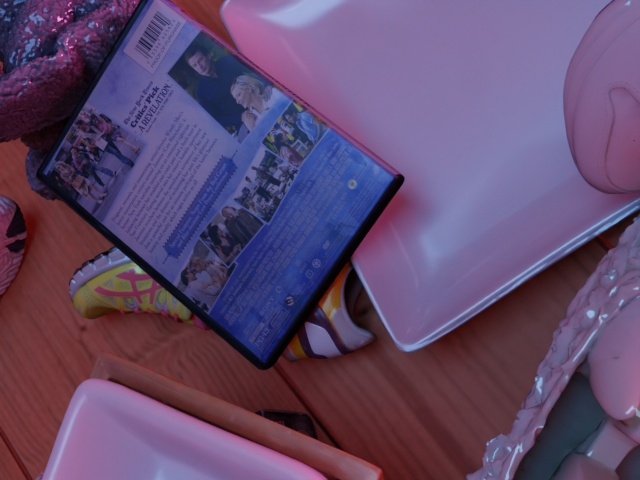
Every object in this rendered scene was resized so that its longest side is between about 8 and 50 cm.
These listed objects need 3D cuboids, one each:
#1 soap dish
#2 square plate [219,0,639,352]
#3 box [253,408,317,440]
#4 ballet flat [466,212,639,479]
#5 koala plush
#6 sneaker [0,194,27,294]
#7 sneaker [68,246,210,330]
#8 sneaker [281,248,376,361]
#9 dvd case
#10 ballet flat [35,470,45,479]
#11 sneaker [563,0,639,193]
[{"bbox_3d":[-0.093,0.247,0.695,0.229,0.118,0.290,17,87,29],"label":"soap dish"},{"bbox_3d":[0.130,-0.144,0.788,0.344,0.049,0.347,-34,66,14],"label":"square plate"},{"bbox_3d":[-0.058,0.237,0.792,0.147,0.077,0.180,-29,67,20],"label":"box"},{"bbox_3d":[0.180,0.144,0.651,0.147,0.147,0.408,35,99,29],"label":"ballet flat"},{"bbox_3d":[-0.237,-0.189,0.934,0.203,0.196,0.221,-33,64,5],"label":"koala plush"},{"bbox_3d":[-0.389,0.032,1.004,0.153,0.094,0.235,35,106,21],"label":"sneaker"},{"bbox_3d":[-0.126,0.037,0.877,0.209,0.081,0.094,-24,89,33],"label":"sneaker"},{"bbox_3d":[0.000,0.000,0.829,0.084,0.069,0.185,-10,80,17],"label":"sneaker"},{"bbox_3d":[-0.085,-0.048,0.802,0.253,0.022,0.180,39,104,16],"label":"dvd case"},{"bbox_3d":[-0.246,0.304,0.877,0.091,0.077,0.240,5,80,29],"label":"ballet flat"},{"bbox_3d":[0.234,-0.097,0.560,0.305,0.114,0.152,122,137,-53],"label":"sneaker"}]
